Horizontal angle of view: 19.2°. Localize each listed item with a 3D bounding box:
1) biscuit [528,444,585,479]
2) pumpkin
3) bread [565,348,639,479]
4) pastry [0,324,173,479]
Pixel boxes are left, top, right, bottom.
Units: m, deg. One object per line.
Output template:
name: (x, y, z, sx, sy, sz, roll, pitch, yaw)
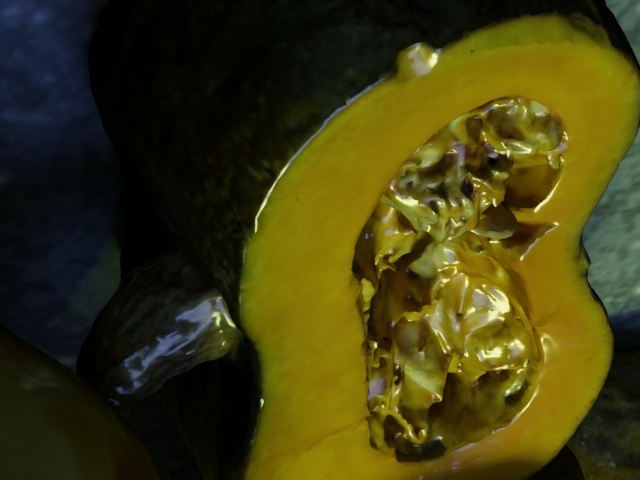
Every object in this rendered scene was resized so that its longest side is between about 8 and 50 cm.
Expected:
biscuit: (0.001, 0.154, 0.884, 0.262, 0.262, 0.037, -19, 102, -6)
pumpkin: (0.000, 0.000, 0.737, 0.222, 0.139, 0.317, -18, 146, -12)
bread: (0.145, 0.161, 1.051, 0.230, 0.123, 0.230, -14, 142, -11)
pastry: (-0.197, 0.181, 0.676, 0.388, 0.388, 0.312, -47, 174, 30)
